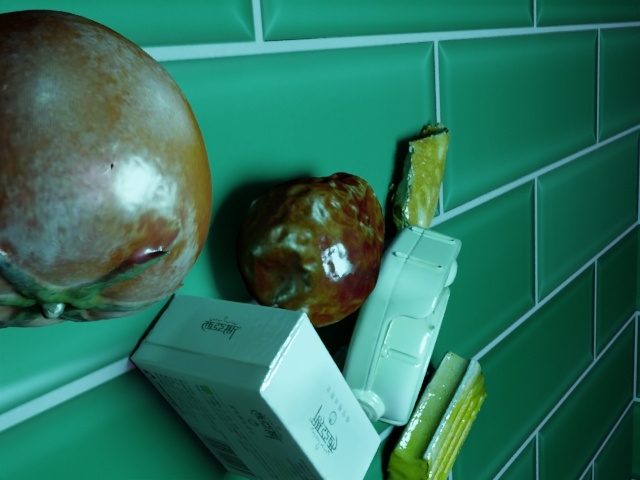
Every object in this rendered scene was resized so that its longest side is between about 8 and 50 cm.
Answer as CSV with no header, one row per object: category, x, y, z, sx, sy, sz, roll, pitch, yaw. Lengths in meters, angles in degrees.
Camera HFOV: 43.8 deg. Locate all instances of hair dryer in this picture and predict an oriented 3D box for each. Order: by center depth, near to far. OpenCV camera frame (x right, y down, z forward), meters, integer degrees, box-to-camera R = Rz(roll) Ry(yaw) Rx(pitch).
hair dryer,0.170,0.270,1.440,0.083,0.026,0.047,-15,106,-50

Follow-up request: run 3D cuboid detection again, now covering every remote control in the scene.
remote control,0.013,0.211,1.210,0.124,0.018,0.053,-42,128,-44

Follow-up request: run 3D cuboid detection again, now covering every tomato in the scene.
tomato,-0.221,-0.056,0.634,0.265,0.265,0.265,-11,104,-54

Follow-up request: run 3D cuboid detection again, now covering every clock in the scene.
clock,0.116,0.152,1.199,0.265,0.108,0.324,-49,154,-65

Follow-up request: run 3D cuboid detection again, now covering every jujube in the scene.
jujube,0.000,0.000,1.033,0.255,0.190,0.190,-48,132,-51

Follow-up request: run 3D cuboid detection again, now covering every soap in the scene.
soap,0.209,0.345,1.429,0.257,0.080,0.160,-56,148,-24

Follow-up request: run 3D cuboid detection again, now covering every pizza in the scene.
pizza,0.165,-0.088,1.356,0.134,0.056,0.271,27,74,-56

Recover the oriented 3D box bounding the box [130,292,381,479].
box,-0.068,0.191,0.936,0.111,0.194,0.260,-57,138,-34
